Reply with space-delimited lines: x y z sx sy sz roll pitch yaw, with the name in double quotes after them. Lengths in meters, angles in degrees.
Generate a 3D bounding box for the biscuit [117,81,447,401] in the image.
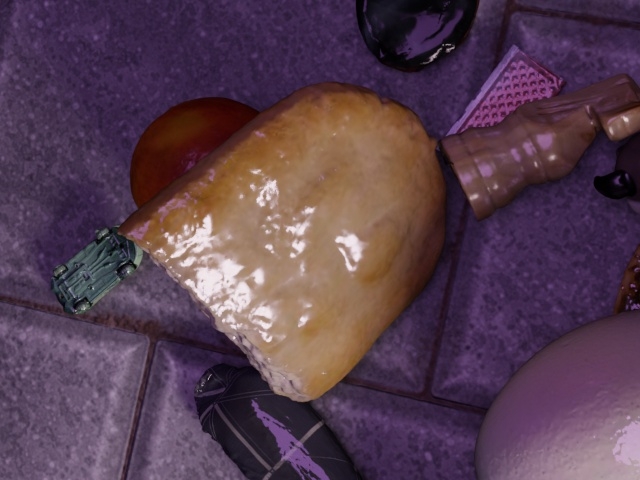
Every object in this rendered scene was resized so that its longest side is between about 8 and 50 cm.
0.001 0.000 1.812 0.446 0.429 0.104 -40 33 -12 "biscuit"

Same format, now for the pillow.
-0.062 0.318 1.939 0.161 0.092 0.335 -44 74 11 "pillow"

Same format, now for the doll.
0.504 -0.087 1.768 0.182 0.257 0.117 -31 117 -21 "doll"

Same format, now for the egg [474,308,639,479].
0.372 0.273 1.680 0.340 0.354 0.354 -9 82 11 "egg"

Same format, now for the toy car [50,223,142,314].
-0.353 0.047 2.065 0.186 0.058 0.093 -38 76 21 "toy car"

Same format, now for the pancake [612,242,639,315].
0.554 0.069 1.825 0.245 0.057 0.266 17 94 8 "pancake"

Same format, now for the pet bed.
0.147 -0.360 1.969 0.201 0.053 0.201 -1 85 16 "pet bed"

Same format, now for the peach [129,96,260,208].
-0.149 -0.080 1.925 0.281 0.238 0.281 11 113 26 "peach"

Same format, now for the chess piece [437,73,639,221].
0.329 -0.149 1.856 0.301 0.137 0.137 -26 78 4 "chess piece"

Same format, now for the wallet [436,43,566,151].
0.272 -0.188 1.934 0.103 0.020 0.196 37 94 16 "wallet"
